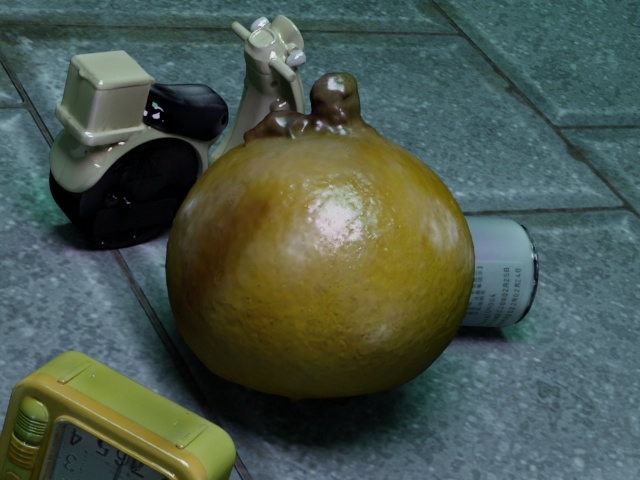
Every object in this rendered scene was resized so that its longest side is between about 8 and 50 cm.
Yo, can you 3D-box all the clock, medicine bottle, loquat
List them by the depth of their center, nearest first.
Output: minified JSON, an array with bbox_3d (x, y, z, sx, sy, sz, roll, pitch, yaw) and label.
[{"bbox_3d":[-0.192,0.206,1.585,0.202,0.143,0.096,26,25,14],"label":"clock"},{"bbox_3d":[0.000,0.000,1.818,0.328,0.360,0.328,5,11,-1],"label":"loquat"},{"bbox_3d":[-0.138,-0.127,2.018,0.379,0.276,0.120,-16,46,-38],"label":"clock"},{"bbox_3d":[0.154,0.035,2.032,0.168,0.135,0.135,4,34,-23],"label":"medicine bottle"}]
